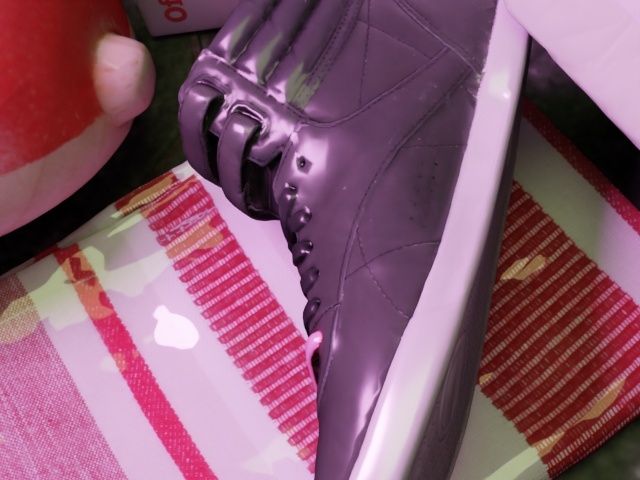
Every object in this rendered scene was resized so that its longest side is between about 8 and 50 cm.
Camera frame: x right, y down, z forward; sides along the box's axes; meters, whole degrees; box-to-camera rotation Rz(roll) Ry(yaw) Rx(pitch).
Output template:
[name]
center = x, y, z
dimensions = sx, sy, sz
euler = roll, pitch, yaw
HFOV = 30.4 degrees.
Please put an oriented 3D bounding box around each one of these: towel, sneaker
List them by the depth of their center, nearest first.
[sneaker]
center = 0.000, 0.000, 0.500
dimensions = 0.147, 0.104, 0.296
euler = 9, 58, 11
[towel]
center = -0.006, 0.045, 0.548
dimensions = 0.329, 0.037, 0.237
euler = -33, 63, -10

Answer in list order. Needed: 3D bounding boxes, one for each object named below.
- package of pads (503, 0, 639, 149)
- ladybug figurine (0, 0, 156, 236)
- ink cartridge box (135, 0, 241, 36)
[package of pads]
center = 0.249, -0.051, 0.478
dimensions = 0.229, 0.101, 0.296
euler = -12, 55, -37
[ladybug figurine]
center = -0.302, -0.115, 0.572
dimensions = 0.449, 0.162, 0.305
euler = 3, 44, 4
[ink cartridge box]
center = -0.011, -0.191, 0.612
dimensions = 0.203, 0.148, 0.086
euler = -8, 63, 5
